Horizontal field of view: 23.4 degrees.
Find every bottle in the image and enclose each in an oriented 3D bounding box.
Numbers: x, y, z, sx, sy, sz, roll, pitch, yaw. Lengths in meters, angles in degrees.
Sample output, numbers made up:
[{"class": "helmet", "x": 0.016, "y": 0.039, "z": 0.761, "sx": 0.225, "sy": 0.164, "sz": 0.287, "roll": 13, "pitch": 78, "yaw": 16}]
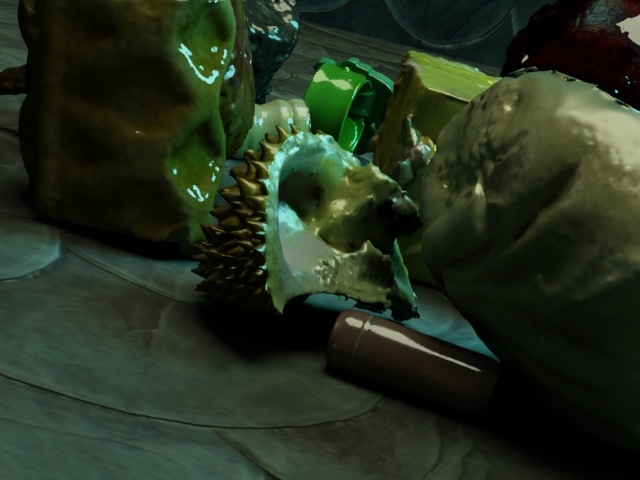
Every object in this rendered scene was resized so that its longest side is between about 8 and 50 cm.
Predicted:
[{"class": "bottle", "x": 0.075, "y": 0.100, "z": 1.257, "sx": 0.140, "sy": 0.053, "sz": 0.053, "roll": 19, "pitch": 13, "yaw": 9}]

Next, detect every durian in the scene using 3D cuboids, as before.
[{"class": "durian", "x": 0.000, "y": 0.000, "z": 1.359, "sx": 0.166, "sy": 0.172, "sz": 0.306, "roll": 30, "pitch": 4, "yaw": 32}]

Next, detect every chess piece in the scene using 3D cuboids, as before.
[{"class": "chess piece", "x": -0.119, "y": -0.144, "z": 1.996, "sx": 0.200, "sy": 0.090, "sz": 0.090, "roll": 2, "pitch": 17, "yaw": -15}]

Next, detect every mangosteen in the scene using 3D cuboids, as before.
[{"class": "mangosteen", "x": 0.458, "y": -0.196, "z": 2.307, "sx": 0.421, "sy": 0.381, "sz": 0.381, "roll": 21, "pitch": 8, "yaw": -39}]

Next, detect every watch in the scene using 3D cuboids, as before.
[{"class": "watch", "x": 0.028, "y": -0.167, "z": 2.177, "sx": 0.131, "sy": 0.165, "sz": 0.152, "roll": 21, "pitch": 38, "yaw": 10}]

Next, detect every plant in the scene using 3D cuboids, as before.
[{"class": "plant", "x": -0.146, "y": -0.276, "z": 2.225, "sx": 0.204, "sy": 0.234, "sz": 0.178, "roll": 36, "pitch": 30, "yaw": -15}]

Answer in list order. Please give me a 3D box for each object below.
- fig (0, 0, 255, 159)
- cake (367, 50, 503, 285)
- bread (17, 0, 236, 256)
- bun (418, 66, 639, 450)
[{"class": "fig", "x": -0.252, "y": -0.185, "z": 1.729, "sx": 0.368, "sy": 0.286, "sz": 0.286, "roll": -15, "pitch": 13, "yaw": 4}, {"class": "cake", "x": 0.168, "y": -0.060, "z": 1.666, "sx": 0.227, "sy": 0.222, "sz": 0.286, "roll": 15, "pitch": 14, "yaw": -4}, {"class": "bread", "x": -0.189, "y": -0.133, "z": 1.489, "sx": 0.238, "sy": 0.252, "sz": 0.196, "roll": 14, "pitch": 17, "yaw": 10}, {"class": "bun", "x": 0.216, "y": 0.028, "z": 1.290, "sx": 0.359, "sy": 0.211, "sz": 0.360, "roll": 43, "pitch": -7, "yaw": 7}]
